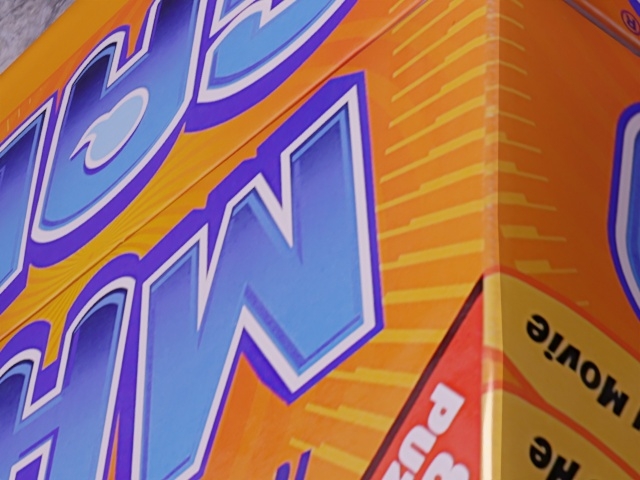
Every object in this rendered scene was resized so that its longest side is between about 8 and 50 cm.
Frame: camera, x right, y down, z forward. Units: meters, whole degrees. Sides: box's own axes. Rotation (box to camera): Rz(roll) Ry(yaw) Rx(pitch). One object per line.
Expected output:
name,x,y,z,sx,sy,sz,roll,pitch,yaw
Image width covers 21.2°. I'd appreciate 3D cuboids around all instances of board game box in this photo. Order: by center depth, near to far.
board game box,0.061,0.091,0.601,0.356,0.356,0.356,-36,35,37
